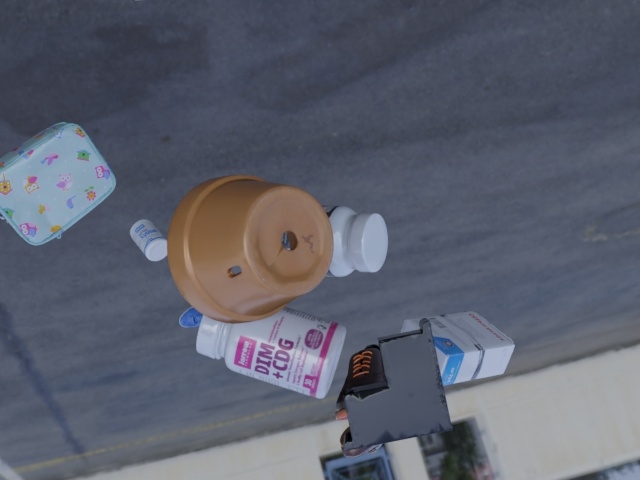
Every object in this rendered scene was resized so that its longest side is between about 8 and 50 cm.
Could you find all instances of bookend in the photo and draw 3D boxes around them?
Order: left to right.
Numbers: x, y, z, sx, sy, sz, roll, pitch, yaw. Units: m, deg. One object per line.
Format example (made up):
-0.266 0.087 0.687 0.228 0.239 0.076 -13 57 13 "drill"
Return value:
0.095 0.205 1.187 0.157 0.156 0.072 -12 178 2 "bookend"

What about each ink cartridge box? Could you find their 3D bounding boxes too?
0.275 0.216 1.685 0.190 0.139 0.082 -1 117 -36 "ink cartridge box"

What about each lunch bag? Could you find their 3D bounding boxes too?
-0.646 -0.131 1.974 0.279 0.224 0.108 -40 -151 -18 "lunch bag"

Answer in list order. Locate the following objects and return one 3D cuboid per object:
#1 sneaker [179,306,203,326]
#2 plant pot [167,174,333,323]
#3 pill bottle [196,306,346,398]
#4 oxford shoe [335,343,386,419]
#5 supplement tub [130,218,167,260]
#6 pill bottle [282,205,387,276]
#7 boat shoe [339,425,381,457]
-0.331 0.218 2.350 0.152 0.058 0.084 -16 -163 -1 "sneaker"
-0.113 0.008 1.548 0.290 0.291 0.203 -1 174 -37 "plant pot"
-0.102 0.212 1.715 0.283 0.160 0.160 16 161 7 "pill bottle"
0.070 0.242 1.425 0.096 0.098 0.271 -14 180 11 "oxford shoe"
-0.453 0.000 2.197 0.071 0.107 0.071 -26 138 -26 "supplement tub"
0.000 0.000 1.873 0.278 0.162 0.162 2 170 29 "pill bottle"
0.108 0.401 1.711 0.073 0.073 0.207 4 -162 32 "boat shoe"
